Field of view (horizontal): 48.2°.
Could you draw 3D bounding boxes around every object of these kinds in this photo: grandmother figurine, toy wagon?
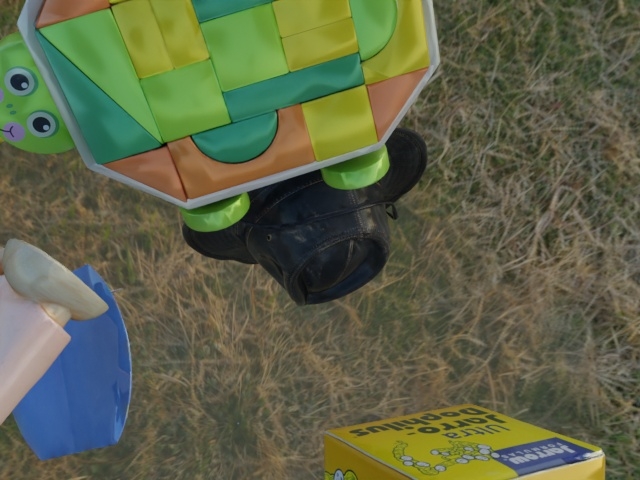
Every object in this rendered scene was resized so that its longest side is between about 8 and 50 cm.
[{"bbox_3d":[-0.270,0.157,0.418,0.104,0.208,0.342,38,66,-16],"label":"grandmother figurine"},{"bbox_3d":[-0.092,-0.127,0.498,0.344,0.267,0.068,-18,35,-3],"label":"toy wagon"}]

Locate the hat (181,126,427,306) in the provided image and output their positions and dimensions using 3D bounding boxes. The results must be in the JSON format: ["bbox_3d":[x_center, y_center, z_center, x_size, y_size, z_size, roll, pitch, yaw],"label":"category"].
[{"bbox_3d":[0.000,0.000,0.871,0.331,0.331,0.134,-17,72,-10],"label":"hat"}]

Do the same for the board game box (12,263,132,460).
[{"bbox_3d":[-0.190,0.097,0.565,0.033,0.168,0.133,0,73,-53],"label":"board game box"}]

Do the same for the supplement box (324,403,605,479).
[{"bbox_3d":[0.132,0.364,0.686,0.194,0.195,0.356,-2,93,-30],"label":"supplement box"}]
